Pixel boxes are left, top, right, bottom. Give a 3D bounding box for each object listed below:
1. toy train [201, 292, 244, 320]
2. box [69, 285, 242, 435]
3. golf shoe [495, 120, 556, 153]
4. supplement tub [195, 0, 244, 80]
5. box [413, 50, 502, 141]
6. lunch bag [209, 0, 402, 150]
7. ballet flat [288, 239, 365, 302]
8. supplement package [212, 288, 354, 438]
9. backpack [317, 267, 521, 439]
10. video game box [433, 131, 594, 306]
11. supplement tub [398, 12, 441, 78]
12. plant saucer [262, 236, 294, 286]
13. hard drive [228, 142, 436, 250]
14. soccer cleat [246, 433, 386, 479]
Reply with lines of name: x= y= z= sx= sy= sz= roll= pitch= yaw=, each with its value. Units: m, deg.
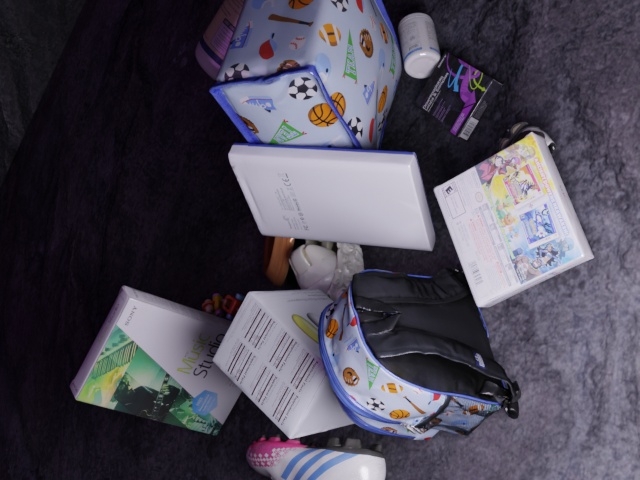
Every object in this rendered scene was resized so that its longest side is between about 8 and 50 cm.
toy train: x=-0.228 y=0.173 z=2.220 sx=0.125 sy=0.046 sz=0.166 roll=38 pitch=103 yaw=55
box: x=-0.289 y=0.240 z=2.025 sx=0.232 sy=0.322 sz=0.058 roll=-61 pitch=32 yaw=11
golf shoe: x=0.295 y=-0.088 z=1.628 sx=0.094 sy=0.077 sz=0.198 roll=37 pitch=104 yaw=54
supplement tub: x=-0.092 y=-0.467 z=2.212 sx=0.324 sy=0.235 sz=0.235 roll=-55 pitch=37 yaw=19
box: x=0.239 y=-0.256 z=1.834 sx=0.116 sy=0.029 sz=0.162 roll=-60 pitch=34 yaw=12
lunch bag: x=0.004 y=-0.272 z=1.827 sx=0.239 sy=0.385 sz=0.327 roll=-4 pitch=57 yaw=29
ballet flat: x=0.000 y=0.000 z=1.931 sx=0.147 sy=0.147 sz=0.408 roll=-28 pitch=52 yaw=43
supplement package: x=-0.026 y=0.198 z=1.741 sx=0.203 sy=0.194 sz=0.149 roll=40 pitch=113 yaw=30
backpack: x=0.123 y=0.165 z=1.560 sx=0.213 sy=0.263 sz=0.276 roll=-47 pitch=41 yaw=28
video game box: x=0.285 y=-0.029 z=1.563 sx=0.187 sy=0.048 sz=0.205 roll=-30 pitch=68 yaw=33
supplement tub: x=0.183 y=-0.360 z=1.927 sx=0.071 sy=0.071 sz=0.107 roll=-37 pitch=45 yaw=37
plant saucer: x=-0.082 y=-0.009 z=2.053 sx=0.200 sy=0.037 sz=0.199 roll=-172 pitch=90 yaw=-80
hard drive: x=0.022 y=-0.074 z=1.759 sx=0.319 sy=0.210 sz=0.040 roll=5 pitch=51 yaw=23
soccer cleat: x=-0.025 y=0.406 z=1.760 sx=0.331 sy=0.116 sz=0.143 roll=-12 pitch=62 yaw=50
